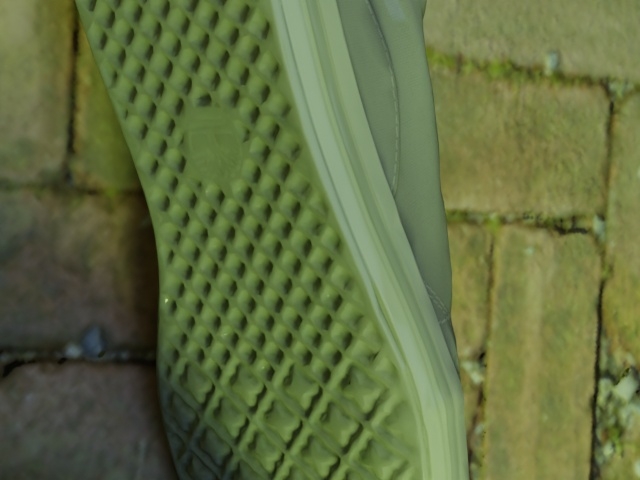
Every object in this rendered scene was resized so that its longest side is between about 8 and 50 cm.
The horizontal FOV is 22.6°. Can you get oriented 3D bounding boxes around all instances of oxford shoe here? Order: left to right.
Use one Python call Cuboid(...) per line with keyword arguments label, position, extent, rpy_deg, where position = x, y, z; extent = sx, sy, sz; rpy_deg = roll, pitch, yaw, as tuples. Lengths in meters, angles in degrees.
Cuboid(label="oxford shoe", position=(0.000, 0.000, 0.731), extent=(0.130, 0.169, 0.449), rpy_deg=(-28, 111, -49))
